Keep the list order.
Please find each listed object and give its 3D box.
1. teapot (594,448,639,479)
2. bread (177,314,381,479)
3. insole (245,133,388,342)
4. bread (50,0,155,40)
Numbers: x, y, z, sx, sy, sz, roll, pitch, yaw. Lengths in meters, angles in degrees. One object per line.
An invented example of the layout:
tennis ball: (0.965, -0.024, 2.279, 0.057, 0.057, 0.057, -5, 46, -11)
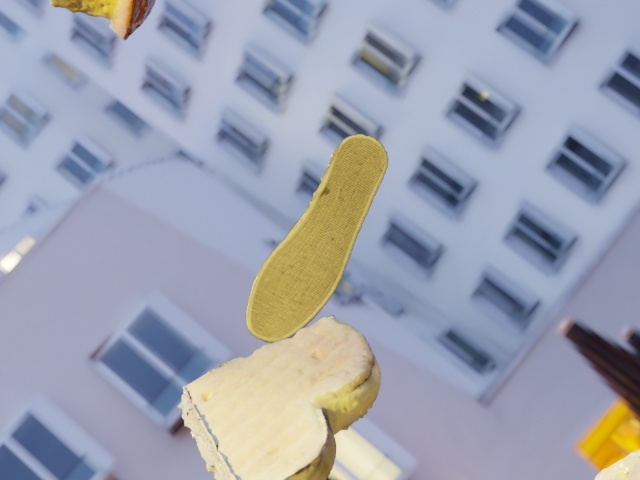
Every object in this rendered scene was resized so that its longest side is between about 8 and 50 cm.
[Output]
teapot: (0.298, 0.122, 1.082, 0.178, 0.222, 0.163, -6, -91, -55)
bread: (-0.045, 0.154, 1.253, 0.232, 0.173, 0.064, -59, -38, -51)
insole: (0.000, 0.000, 1.489, 0.232, 0.080, 0.003, -61, 17, -1)
bread: (-0.102, -0.171, 0.673, 0.156, 0.086, 0.125, -105, 23, -65)
